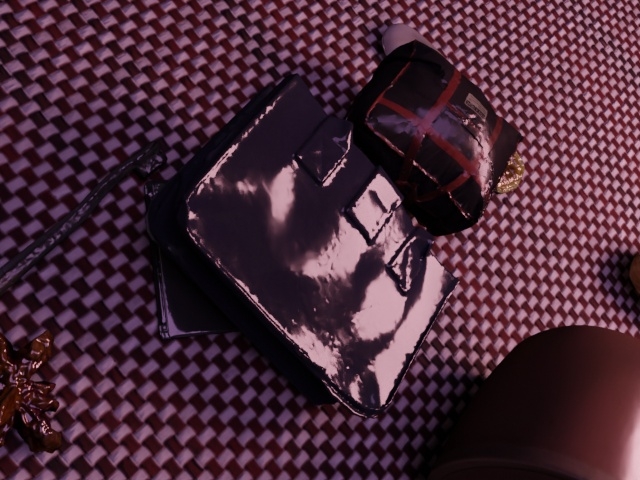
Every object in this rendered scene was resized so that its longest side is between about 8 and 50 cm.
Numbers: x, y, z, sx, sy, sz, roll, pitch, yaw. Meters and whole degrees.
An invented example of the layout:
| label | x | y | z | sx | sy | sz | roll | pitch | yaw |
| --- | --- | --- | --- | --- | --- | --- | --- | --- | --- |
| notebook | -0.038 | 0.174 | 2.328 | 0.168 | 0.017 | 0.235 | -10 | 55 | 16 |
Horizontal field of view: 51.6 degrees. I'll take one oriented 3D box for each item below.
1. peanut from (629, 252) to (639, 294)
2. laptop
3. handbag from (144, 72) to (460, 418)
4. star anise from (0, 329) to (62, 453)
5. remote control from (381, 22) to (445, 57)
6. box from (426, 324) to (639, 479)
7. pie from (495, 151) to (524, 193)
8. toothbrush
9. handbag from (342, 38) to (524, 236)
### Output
| label | x | y | z | sx | sy | sz | roll | pitch | yaw |
| --- | --- | --- | --- | --- | --- | --- | --- | --- | --- |
| peanut | 0.592 | 0.067 | 1.032 | 0.253 | 0.122 | 0.137 | 5 | 82 | -30 |
| laptop | -0.126 | 0.017 | 0.747 | 0.129 | 0.016 | 0.180 | -2 | 76 | -27 |
| handbag | 0.000 | 0.000 | 0.737 | 0.325 | 0.118 | 0.269 | 51 | 59 | -21 |
| star anise | -0.282 | 0.168 | 0.595 | 0.098 | 0.070 | 0.190 | -5 | 79 | -30 |
| remote control | 0.180 | -0.228 | 0.955 | 0.229 | 0.044 | 0.073 | 43 | 55 | -6 |
| box | 0.296 | 0.250 | 0.746 | 0.301 | 0.301 | 0.216 | 42 | 54 | -10 |
| pie | 0.267 | -0.109 | 0.978 | 0.085 | 0.020 | 0.084 | 8 | 72 | -24 |
| toothbrush | -0.266 | -0.007 | 0.677 | 0.030 | 0.030 | 0.297 | 51 | 59 | -16 |
| handbag | 0.135 | -0.124 | 0.839 | 0.215 | 0.155 | 0.169 | 39 | 66 | -15 |
